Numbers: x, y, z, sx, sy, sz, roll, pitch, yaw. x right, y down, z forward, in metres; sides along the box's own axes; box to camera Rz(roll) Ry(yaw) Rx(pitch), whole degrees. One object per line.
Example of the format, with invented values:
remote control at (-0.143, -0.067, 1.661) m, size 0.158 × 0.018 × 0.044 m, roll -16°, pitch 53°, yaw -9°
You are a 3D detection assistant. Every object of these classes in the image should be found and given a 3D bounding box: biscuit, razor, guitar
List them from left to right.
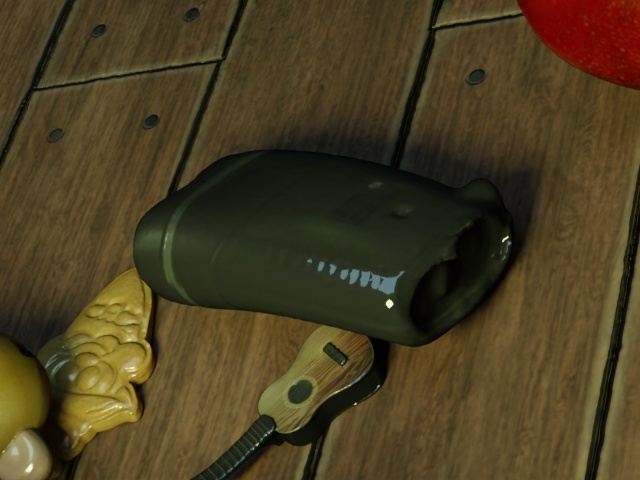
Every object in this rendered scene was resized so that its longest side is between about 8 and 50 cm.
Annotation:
biscuit at (-0.229, 0.127, 1.831) m, size 0.162 × 0.035 × 0.250 m, roll 3°, pitch 53°, yaw 30°
guitar at (-0.055, 0.181, 1.658) m, size 0.271 × 0.038 × 0.084 m, roll -42°, pitch 42°, yaw -12°
razor at (-0.001, -0.001, 1.715) m, size 0.349 × 0.113 × 0.204 m, roll 9°, pitch 38°, yaw 38°

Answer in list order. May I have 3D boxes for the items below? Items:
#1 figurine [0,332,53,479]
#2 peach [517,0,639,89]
figurine at (-0.375, 0.206, 1.739) m, size 0.285 × 0.167 × 0.342 m, roll -42°, pitch 86°, yaw -3°
peach at (0.334, -0.265, 1.628) m, size 0.332 × 0.308 × 0.308 m, roll -19°, pitch 44°, yaw 14°
